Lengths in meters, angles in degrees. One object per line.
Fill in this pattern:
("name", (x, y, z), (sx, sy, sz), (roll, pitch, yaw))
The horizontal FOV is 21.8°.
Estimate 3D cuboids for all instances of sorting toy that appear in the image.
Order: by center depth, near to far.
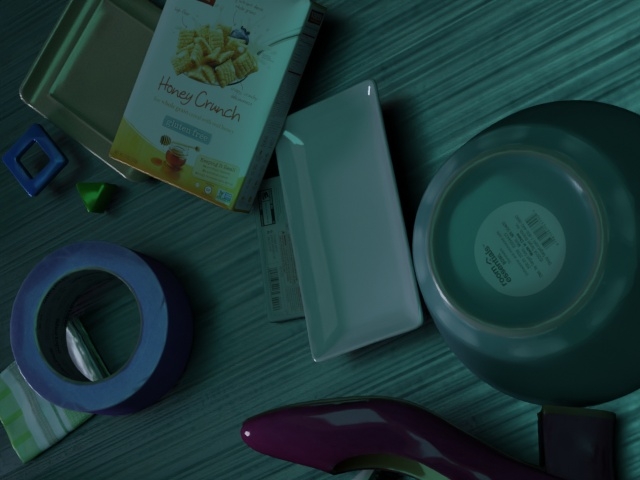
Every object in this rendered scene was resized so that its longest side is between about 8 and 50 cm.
("sorting toy", (-0.225, -0.189, 1.895), (0.196, 0.047, 0.347), (35, 101, 20))

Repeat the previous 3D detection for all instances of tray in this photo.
("tray", (0.032, -0.020, 1.725), (0.145, 0.030, 0.270), (-22, 70, 36))

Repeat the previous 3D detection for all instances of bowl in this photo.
("bowl", (0.213, 0.005, 1.603), (0.312, 0.163, 0.311), (-3, 83, 25))

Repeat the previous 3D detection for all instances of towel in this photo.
("towel", (-0.314, 0.172, 1.913), (0.152, 0.023, 0.113), (-38, 70, 18))

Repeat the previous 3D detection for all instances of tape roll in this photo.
("tape roll", (-0.241, 0.098, 1.839), (0.189, 0.080, 0.189), (-3, 80, 16))

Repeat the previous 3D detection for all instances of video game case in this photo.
("video game case", (0.000, 0.000, 1.783), (0.143, 0.019, 0.157), (-12, 79, 24))

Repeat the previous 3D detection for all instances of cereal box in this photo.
("cereal box", (-0.113, -0.170, 1.795), (0.173, 0.047, 0.240), (23, 97, 25))

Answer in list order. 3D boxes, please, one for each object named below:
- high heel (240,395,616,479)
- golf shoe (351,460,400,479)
("high heel", (0.104, 0.249, 1.614), (0.377, 0.127, 0.181), (0, 75, 11))
("golf shoe", (0.002, 0.295, 1.723), (0.094, 0.077, 0.198), (37, 94, 33))
